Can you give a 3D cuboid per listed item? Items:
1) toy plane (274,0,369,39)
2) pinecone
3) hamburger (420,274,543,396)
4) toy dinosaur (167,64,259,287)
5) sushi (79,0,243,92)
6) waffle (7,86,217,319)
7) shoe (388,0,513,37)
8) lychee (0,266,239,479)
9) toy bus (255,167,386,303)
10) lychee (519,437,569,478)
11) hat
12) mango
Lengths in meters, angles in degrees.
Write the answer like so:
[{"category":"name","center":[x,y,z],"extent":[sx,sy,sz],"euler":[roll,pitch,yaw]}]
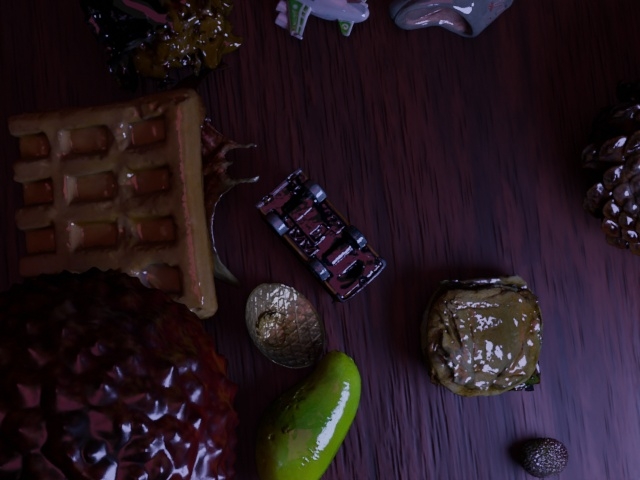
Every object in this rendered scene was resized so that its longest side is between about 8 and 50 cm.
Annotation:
[{"category":"toy plane","center":[-0.002,-0.395,1.551],"extent":[0.174,0.080,0.173],"euler":[0,84,-1]},{"category":"pinecone","center":[0.539,-0.118,1.475],"extent":[0.298,0.242,0.295],"euler":[17,75,0]},{"category":"hamburger","center":[0.244,0.145,1.503],"extent":[0.206,0.130,0.183],"euler":[0,86,-22]},{"category":"toy dinosaur","center":[-0.172,-0.097,1.514],"extent":[0.207,0.113,0.327],"euler":[-35,75,20]},{"category":"sushi","center":[-0.239,-0.336,1.484],"extent":[0.204,0.213,0.200],"euler":[-14,103,6]},{"category":"waffle","center":[-0.308,-0.045,1.454],"extent":[0.304,0.077,0.348],"euler":[-5,89,13]},{"category":"shoe","center":[0.237,-0.376,1.553],"extent":[0.251,0.103,0.100],"euler":[-18,85,0]},{"category":"lychee","center":[-0.319,0.232,1.269],"extent":[0.425,0.424,0.500],"euler":[-36,48,-6]},{"category":"toy bus","center":[0.000,0.000,1.494],"extent":[0.098,0.114,0.201],"euler":[-41,83,-7]},{"category":"lychee","center":[0.344,0.333,1.504],"extent":[0.068,0.083,0.067],"euler":[43,125,26]},{"category":"hat","center":[-0.071,0.143,1.506],"extent":[0.146,0.067,0.146],"euler":[22,49,-27]},{"category":"mango","center":[-0.021,0.271,1.469],"extent":[0.125,0.111,0.232],"euler":[26,82,-5]}]
